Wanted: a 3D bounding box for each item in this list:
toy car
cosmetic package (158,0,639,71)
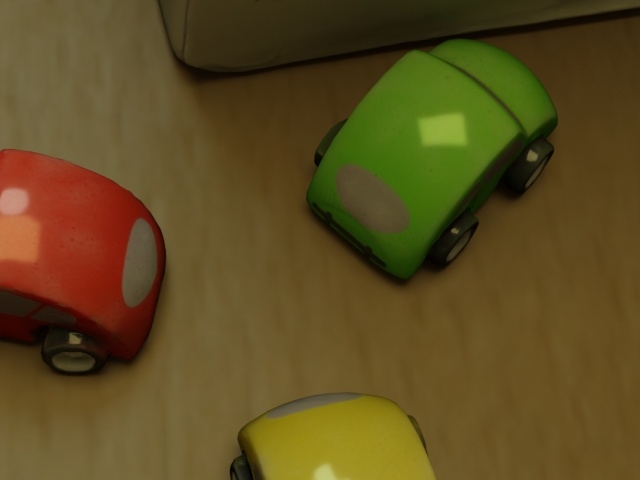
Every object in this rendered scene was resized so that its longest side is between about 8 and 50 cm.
[{"bbox_3d":[0.000,0.000,0.484,0.239,0.053,0.225,39,65,14],"label":"toy car"},{"bbox_3d":[0.075,-0.325,0.511,0.329,0.327,0.394,-9,64,-12],"label":"cosmetic package"}]
